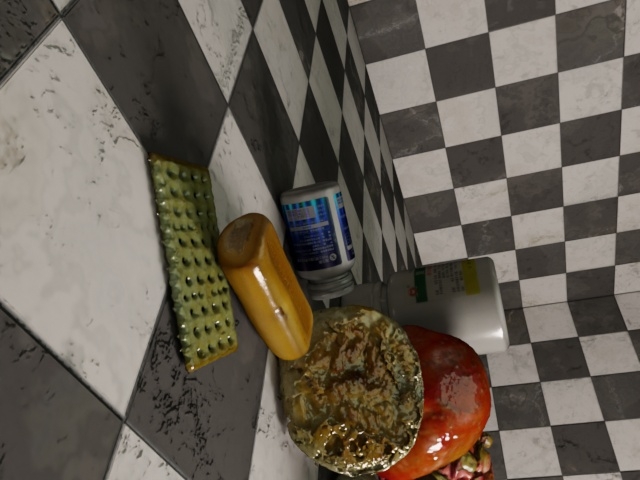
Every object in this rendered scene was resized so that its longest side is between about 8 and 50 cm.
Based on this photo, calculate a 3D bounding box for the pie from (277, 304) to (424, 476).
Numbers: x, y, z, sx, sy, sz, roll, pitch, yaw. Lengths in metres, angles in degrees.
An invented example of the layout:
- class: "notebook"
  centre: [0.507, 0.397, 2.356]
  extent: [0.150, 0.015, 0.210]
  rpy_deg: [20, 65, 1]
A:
- class: "pie"
  centre: [0.052, 0.220, 0.896]
  extent: [0.274, 0.055, 0.274]
  rpy_deg: [15, 62, -29]

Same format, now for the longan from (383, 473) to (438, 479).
- class: "longan"
  centre: [0.184, 0.567, 1.157]
  extent: [0.198, 0.197, 0.213]
  rpy_deg: [-4, 89, -75]

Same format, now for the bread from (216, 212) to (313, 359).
- class: "bread"
  centre: [-0.068, 0.063, 0.741]
  extent: [0.239, 0.073, 0.093]
  rpy_deg: [71, 24, -48]

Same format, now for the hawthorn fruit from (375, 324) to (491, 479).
- class: "hawthorn fruit"
  centre: [0.161, 0.313, 1.073]
  extent: [0.330, 0.286, 0.287]
  rpy_deg: [-26, 105, -58]

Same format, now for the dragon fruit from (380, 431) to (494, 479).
- class: "dragon fruit"
  centre: [0.294, 0.528, 1.435]
  extent: [0.314, 0.262, 0.296]
  rpy_deg: [50, 32, -61]

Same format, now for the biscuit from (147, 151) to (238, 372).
- class: "biscuit"
  centre: [-0.139, 0.022, 0.654]
  extent: [0.139, 0.016, 0.232]
  rpy_deg: [1, 79, -76]

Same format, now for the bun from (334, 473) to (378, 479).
- class: "bun"
  centre: [0.077, 0.479, 0.973]
  extent: [0.183, 0.102, 0.184]
  rpy_deg: [-8, 90, -75]

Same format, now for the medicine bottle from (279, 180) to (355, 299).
- class: "medicine bottle"
  centre: [0.000, 0.000, 1.003]
  extent: [0.107, 0.106, 0.192]
  rpy_deg: [-44, 123, -72]

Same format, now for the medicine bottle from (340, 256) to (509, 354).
- class: "medicine bottle"
  centre: [0.229, 0.163, 1.288]
  extent: [0.208, 0.339, 0.209]
  rpy_deg: [-10, 90, -75]
